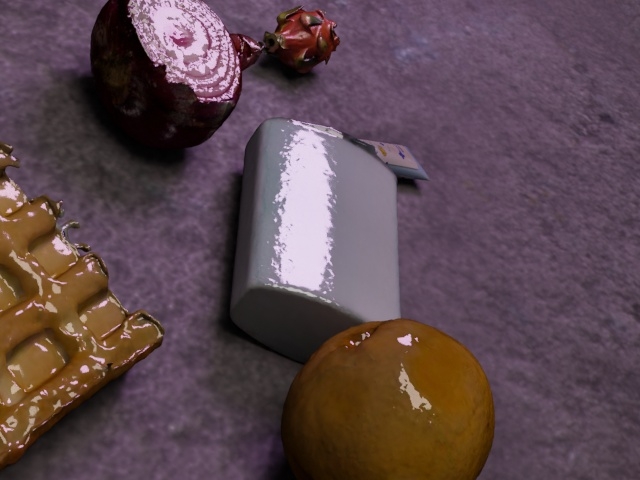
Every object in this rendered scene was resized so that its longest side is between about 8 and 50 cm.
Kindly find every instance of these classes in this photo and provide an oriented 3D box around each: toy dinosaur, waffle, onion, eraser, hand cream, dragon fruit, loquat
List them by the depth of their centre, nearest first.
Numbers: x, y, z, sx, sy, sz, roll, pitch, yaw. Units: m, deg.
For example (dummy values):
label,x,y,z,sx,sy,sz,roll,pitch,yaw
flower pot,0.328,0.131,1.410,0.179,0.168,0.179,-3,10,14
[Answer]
label,x,y,z,sx,sy,sz,roll,pitch,yaw
waffle,-0.336,0.033,1.158,0.348,0.077,0.304,50,38,3
loquat,0.066,0.177,1.273,0.208,0.208,0.208,23,39,-20
toy dinosaur,-0.270,-0.012,1.326,0.180,0.037,0.058,45,32,8
eraser,0.000,0.000,1.487,0.189,0.104,0.290,28,37,-21
onion,-0.159,-0.200,1.538,0.218,0.140,0.195,-19,68,-49
hand cream,0.067,-0.106,1.709,0.170,0.043,0.065,3,46,-42
dragon fruit,-0.027,-0.263,1.766,0.116,0.081,0.086,-34,108,-46
